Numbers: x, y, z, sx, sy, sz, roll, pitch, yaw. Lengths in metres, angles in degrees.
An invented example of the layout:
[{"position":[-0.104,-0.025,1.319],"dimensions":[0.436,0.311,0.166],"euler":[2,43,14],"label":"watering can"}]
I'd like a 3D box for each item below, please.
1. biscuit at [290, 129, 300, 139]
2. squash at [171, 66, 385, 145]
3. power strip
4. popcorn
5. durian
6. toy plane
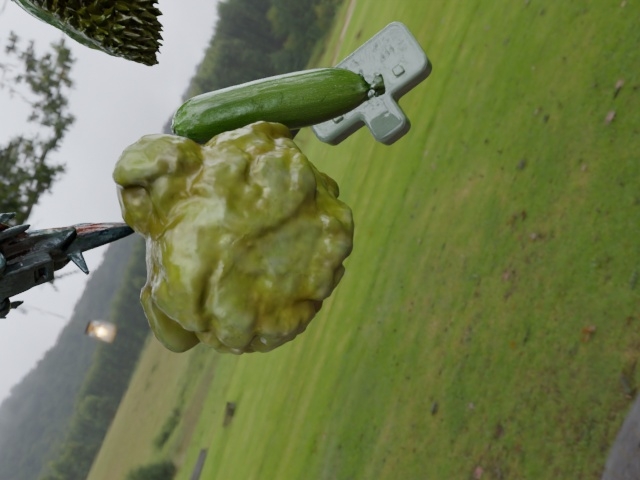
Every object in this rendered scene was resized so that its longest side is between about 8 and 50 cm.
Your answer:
[{"position":[-0.153,-0.173,1.709],"dimensions":[0.388,0.073,0.107],"euler":[-57,-17,-33],"label":"biscuit"},{"position":[-0.070,-0.235,1.384],"dimensions":[0.101,0.379,0.101],"euler":[165,90,-80],"label":"squash"},{"position":[0.100,-0.277,1.566],"dimensions":[0.265,0.193,0.059],"euler":[-35,-19,17],"label":"power strip"},{"position":[-0.119,-0.004,1.162],"dimensions":[0.294,0.292,0.334],"euler":[-27,75,25],"label":"popcorn"},{"position":[-0.469,-0.475,1.591],"dimensions":[0.198,0.394,0.163],"euler":[17,85,63],"label":"durian"},{"position":[-0.395,0.027,1.087],"dimensions":[0.104,0.327,0.223],"euler":[62,150,35],"label":"toy plane"}]
